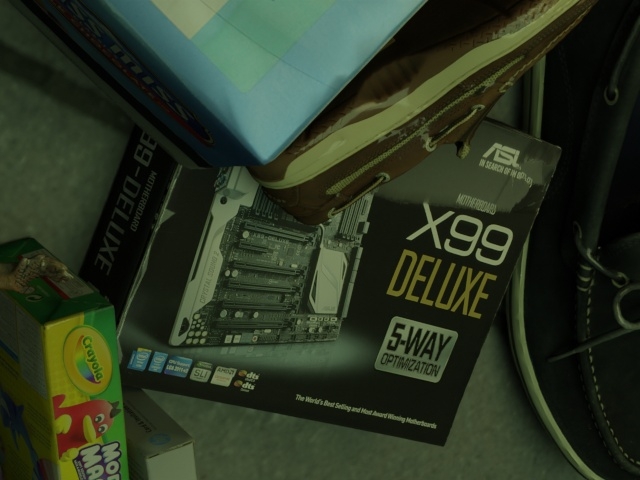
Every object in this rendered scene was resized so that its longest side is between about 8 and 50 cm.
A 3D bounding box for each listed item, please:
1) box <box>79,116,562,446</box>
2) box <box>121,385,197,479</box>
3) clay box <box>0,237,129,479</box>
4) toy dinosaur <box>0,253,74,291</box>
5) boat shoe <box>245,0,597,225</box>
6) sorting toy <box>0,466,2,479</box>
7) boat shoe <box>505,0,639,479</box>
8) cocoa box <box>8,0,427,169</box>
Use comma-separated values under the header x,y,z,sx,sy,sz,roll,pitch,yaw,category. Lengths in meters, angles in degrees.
x,y,z,sx,sy,sz,roll,pitch,yaw,category
0.000,0.000,1.164,0.307,0.076,0.242,16,99,-37,box
-0.123,0.187,1.118,0.038,0.145,0.186,-18,119,-25,box
-0.171,0.124,1.070,0.053,0.127,0.222,-17,118,-28,clay box
-0.279,0.055,0.918,0.296,0.127,0.200,37,66,-21,toy dinosaur
0.072,-0.100,1.059,0.257,0.095,0.095,-30,131,2,boat shoe
-0.350,0.206,0.986,0.366,0.126,0.127,-15,117,-28,sorting toy
0.253,-0.009,1.283,0.187,0.156,0.500,-19,119,-29,boat shoe
-0.016,-0.236,0.917,0.231,0.228,0.347,45,81,-13,cocoa box
